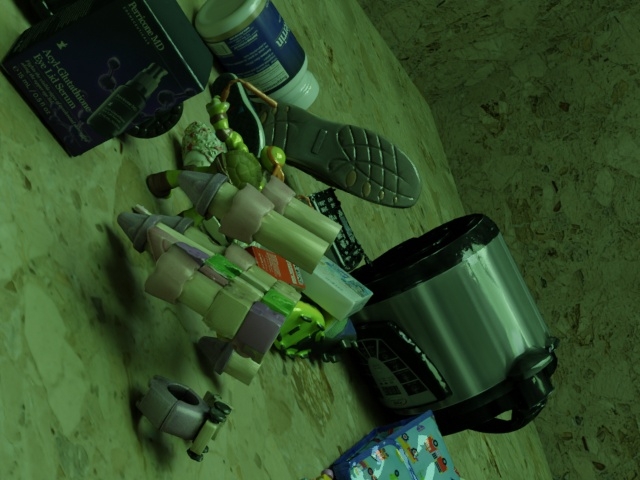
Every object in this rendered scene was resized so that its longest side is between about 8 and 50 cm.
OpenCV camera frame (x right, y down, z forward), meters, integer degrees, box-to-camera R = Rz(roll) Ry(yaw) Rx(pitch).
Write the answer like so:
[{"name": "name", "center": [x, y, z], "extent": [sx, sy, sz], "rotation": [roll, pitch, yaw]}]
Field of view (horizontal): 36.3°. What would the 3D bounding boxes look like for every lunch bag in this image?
[{"name": "lunch bag", "center": [0.123, 0.445, 1.653], "extent": [0.293, 0.138, 0.221], "rotation": [-16, 81, -60]}]

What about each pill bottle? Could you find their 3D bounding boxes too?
[{"name": "pill bottle", "center": [-0.119, -0.371, 1.943], "extent": [0.265, 0.153, 0.153], "rotation": [52, 21, -38]}]

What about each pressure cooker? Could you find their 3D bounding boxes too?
[{"name": "pressure cooker", "center": [0.271, 0.198, 1.956], "extent": [0.421, 0.375, 0.370], "rotation": [63, 14, -6]}]

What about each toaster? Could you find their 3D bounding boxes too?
[{"name": "toaster", "center": [0.000, 0.000, 1.863], "extent": [0.186, 0.110, 0.168], "rotation": [64, 18, -2]}]

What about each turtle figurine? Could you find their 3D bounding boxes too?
[{"name": "turtle figurine", "center": [-0.127, -0.076, 1.406], "extent": [0.270, 0.217, 0.087], "rotation": [62, 18, -13]}]

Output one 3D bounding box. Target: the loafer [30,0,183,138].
[{"name": "loafer", "center": [-0.319, -0.314, 1.365], "extent": [0.366, 0.133, 0.130], "rotation": [68, -9, -26]}]

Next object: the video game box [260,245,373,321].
[{"name": "video game box", "center": [-0.015, 0.053, 1.686], "extent": [0.205, 0.048, 0.187], "rotation": [38, 12, 9]}]

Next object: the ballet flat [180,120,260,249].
[{"name": "ballet flat", "center": [-0.167, -0.076, 1.534], "extent": [0.077, 0.091, 0.241], "rotation": [-21, 82, -48]}]

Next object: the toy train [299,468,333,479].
[{"name": "toy train", "center": [0.008, 0.413, 1.448], "extent": [0.166, 0.046, 0.125], "rotation": [59, 19, -10]}]

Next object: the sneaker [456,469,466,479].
[{"name": "sneaker", "center": [0.199, 0.442, 1.923], "extent": [0.118, 0.107, 0.279], "rotation": [59, 5, 38]}]

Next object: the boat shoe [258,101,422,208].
[{"name": "boat shoe", "center": [0.039, -0.169, 1.943], "extent": [0.355, 0.132, 0.130], "rotation": [28, -3, 3]}]

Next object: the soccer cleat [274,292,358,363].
[{"name": "soccer cleat", "center": [-0.026, 0.135, 1.659], "extent": [0.121, 0.093, 0.289], "rotation": [60, 13, 24]}]

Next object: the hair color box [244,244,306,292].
[{"name": "hair color box", "center": [-0.100, 0.060, 1.516], "extent": [0.167, 0.093, 0.053], "rotation": [21, 48, -66]}]

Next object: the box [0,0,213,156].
[{"name": "box", "center": [-0.263, -0.227, 1.226], "extent": [0.153, 0.207, 0.108], "rotation": [55, 20, -29]}]

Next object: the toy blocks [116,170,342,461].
[{"name": "toy blocks", "center": [-0.162, 0.048, 1.233], "extent": [0.260, 0.309, 0.288], "rotation": [31, 7, 1]}]

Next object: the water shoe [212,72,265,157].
[{"name": "water shoe", "center": [-0.138, -0.219, 1.814], "extent": [0.080, 0.072, 0.203], "rotation": [32, 37, -64]}]
